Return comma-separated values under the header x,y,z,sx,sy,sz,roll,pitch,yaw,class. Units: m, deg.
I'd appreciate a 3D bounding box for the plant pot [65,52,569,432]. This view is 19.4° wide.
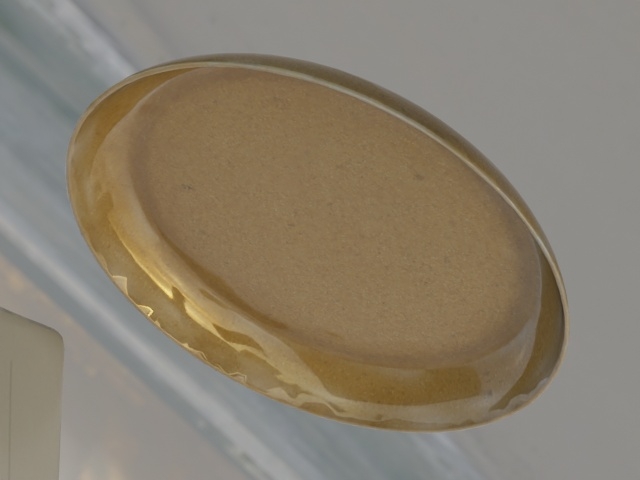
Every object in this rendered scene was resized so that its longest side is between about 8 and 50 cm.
x,y,z,sx,sy,sz,roll,pitch,yaw,class
0.000,0.000,0.826,0.236,0.032,0.236,17,144,13,plant pot

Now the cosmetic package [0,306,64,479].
x,y,z,sx,sy,sz,roll,pitch,yaw,class
-0.321,0.157,0.642,0.329,0.327,0.394,-3,165,18,cosmetic package
